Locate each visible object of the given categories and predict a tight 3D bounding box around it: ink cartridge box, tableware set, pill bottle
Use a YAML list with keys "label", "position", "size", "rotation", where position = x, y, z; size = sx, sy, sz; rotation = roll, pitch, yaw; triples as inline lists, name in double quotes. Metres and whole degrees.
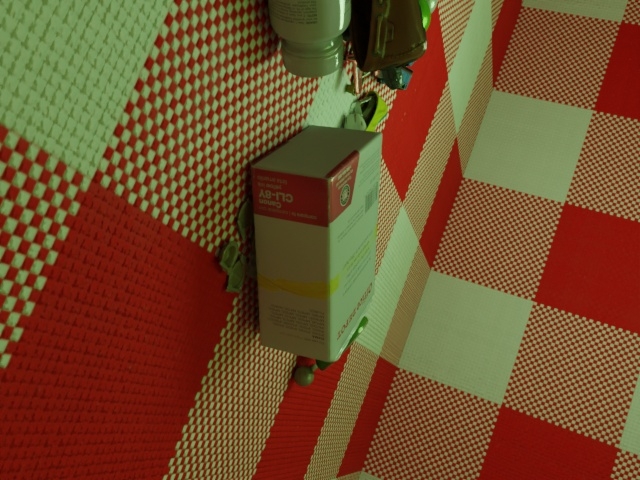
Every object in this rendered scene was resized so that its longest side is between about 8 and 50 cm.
- label: "ink cartridge box"
  position: [0.000, 0.000, 1.278]
  size: [0.279, 0.160, 0.384]
  rotation: [-48, 142, -56]
- label: "tableware set"
  position: [0.090, -0.400, 1.453]
  size: [0.104, 0.024, 0.154]
  rotation: [1, 106, -70]
- label: "tableware set"
  position: [-0.139, 0.012, 1.183]
  size: [0.168, 0.020, 0.141]
  rotation: [-65, 159, -20]
- label: "pill bottle"
  position: [-0.018, -0.378, 1.011]
  size: [0.229, 0.131, 0.131]
  rotation: [86, 29, -47]

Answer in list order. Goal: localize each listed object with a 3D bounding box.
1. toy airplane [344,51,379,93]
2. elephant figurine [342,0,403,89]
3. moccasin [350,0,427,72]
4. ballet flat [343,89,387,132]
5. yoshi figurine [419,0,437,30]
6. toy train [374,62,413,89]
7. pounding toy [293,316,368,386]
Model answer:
- label: "toy airplane"
  position: [0.095, -0.395, 1.410]
  size: [0.151, 0.028, 0.151]
  rotation: [-12, 108, -41]
- label: "elephant figurine"
  position: [0.095, -0.425, 1.223]
  size: [0.169, 0.186, 0.239]
  rotation: [-132, -130, -84]
- label: "moccasin"
  position: [0.066, -0.471, 1.073]
  size: [0.147, 0.139, 0.380]
  rotation: [-16, 106, -19]
- label: "ballet flat"
  position: [0.093, -0.274, 1.517]
  size: [0.231, 0.077, 0.077]
  rotation: [-59, 136, -40]
- label: "yoshi figurine"
  position: [0.195, -0.569, 1.360]
  size: [0.203, 0.203, 0.362]
  rotation: [-23, 131, -34]
- label: "toy train"
  position: [0.179, -0.430, 1.593]
  size: [0.184, 0.080, 0.105]
  rotation: [-16, 127, -68]
- label: "pounding toy"
  position: [0.008, 0.256, 1.715]
  size: [0.237, 0.110, 0.183]
  rotation: [-47, 178, 15]
